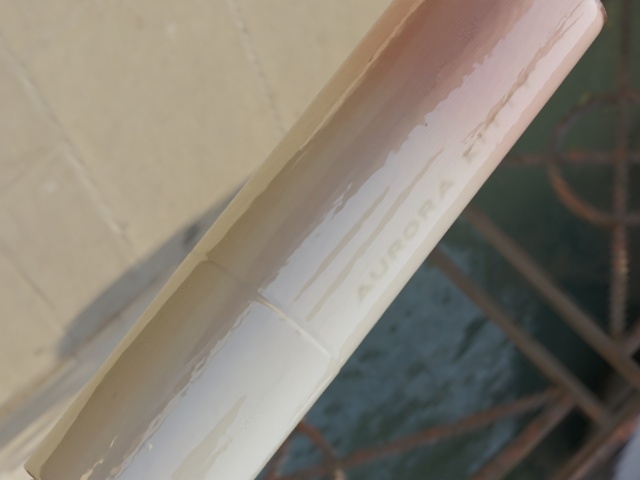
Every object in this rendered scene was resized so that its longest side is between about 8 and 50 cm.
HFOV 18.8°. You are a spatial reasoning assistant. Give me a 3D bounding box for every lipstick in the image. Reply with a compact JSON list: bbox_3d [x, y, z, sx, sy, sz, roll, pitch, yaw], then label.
[{"bbox_3d":[0.000,0.000,0.879,0.327,0.087,0.087,-52,156,-8],"label":"lipstick"}]
